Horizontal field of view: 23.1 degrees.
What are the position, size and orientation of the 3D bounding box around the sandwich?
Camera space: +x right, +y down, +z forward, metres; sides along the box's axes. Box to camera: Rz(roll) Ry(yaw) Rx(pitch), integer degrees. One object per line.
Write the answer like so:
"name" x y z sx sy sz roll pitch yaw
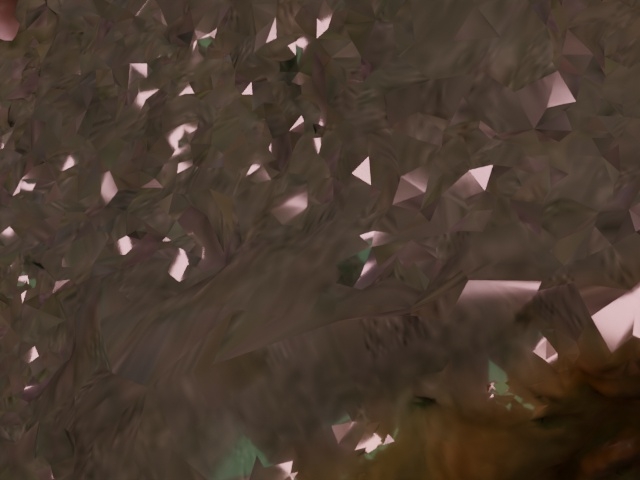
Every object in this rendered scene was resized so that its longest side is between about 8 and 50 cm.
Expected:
"sandwich" 0.000 0.001 0.445 0.325 0.131 0.262 -36 50 15
